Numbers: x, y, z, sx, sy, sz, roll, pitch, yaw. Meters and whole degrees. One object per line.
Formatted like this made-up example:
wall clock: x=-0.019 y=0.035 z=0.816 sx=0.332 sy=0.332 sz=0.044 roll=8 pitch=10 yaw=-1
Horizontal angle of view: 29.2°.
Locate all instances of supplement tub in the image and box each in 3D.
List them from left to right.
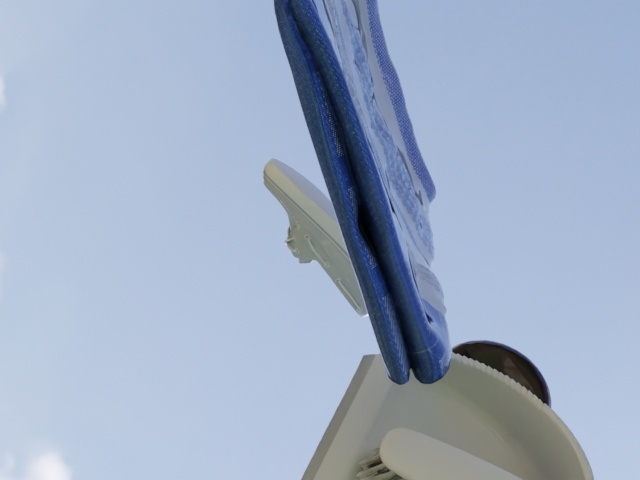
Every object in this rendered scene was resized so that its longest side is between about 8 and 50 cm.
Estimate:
supplement tub: x=0.125 y=0.178 z=1.065 sx=0.198 sy=0.106 sz=0.106 roll=103 pitch=-13 yaw=-53

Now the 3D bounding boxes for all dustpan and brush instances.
dustpan and brush: x=0.095 y=0.126 z=0.566 sx=0.060 sy=0.211 sz=0.147 roll=99 pitch=17 yaw=-51

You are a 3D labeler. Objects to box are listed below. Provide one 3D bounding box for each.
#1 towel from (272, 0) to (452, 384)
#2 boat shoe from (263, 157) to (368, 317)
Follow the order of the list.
towel: x=0.027 y=-0.066 z=0.674 sx=0.034 sy=0.209 sz=0.285 roll=-16 pitch=-162 yaw=9
boat shoe: x=0.000 y=0.000 z=1.219 sx=0.063 sy=0.184 sz=0.066 roll=-42 pitch=-168 yaw=13
